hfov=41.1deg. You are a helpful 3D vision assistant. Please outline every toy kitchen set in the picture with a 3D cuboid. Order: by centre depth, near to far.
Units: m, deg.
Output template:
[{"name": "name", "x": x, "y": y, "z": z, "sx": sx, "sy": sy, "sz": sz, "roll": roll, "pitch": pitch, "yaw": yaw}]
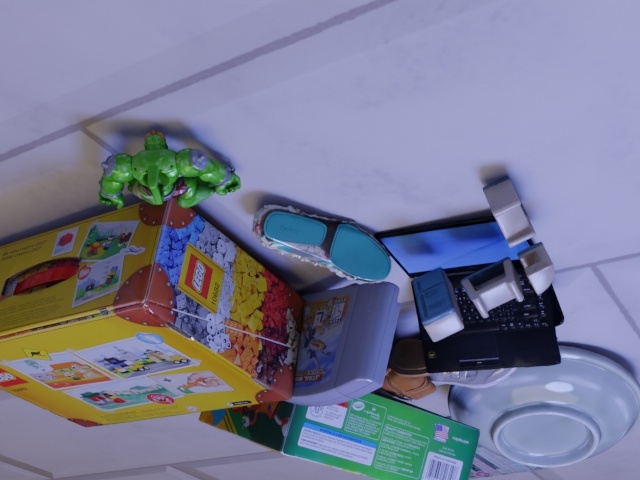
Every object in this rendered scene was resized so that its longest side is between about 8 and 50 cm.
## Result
[{"name": "toy kitchen set", "x": 0.216, "y": 0.016, "z": 1.259, "sx": 0.207, "sy": 0.122, "sz": 0.166, "roll": -27, "pitch": 117, "yaw": 12}]

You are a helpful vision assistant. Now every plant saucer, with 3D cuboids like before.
[{"name": "plant saucer", "x": 0.464, "y": 0.373, "z": 1.766, "sx": 0.400, "sy": 0.101, "sz": 0.400, "roll": 5, "pitch": 136, "yaw": 5}]

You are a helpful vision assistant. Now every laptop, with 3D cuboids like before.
[{"name": "laptop", "x": 0.238, "y": 0.095, "z": 1.372, "sx": 0.234, "sy": 0.264, "sz": 0.136, "roll": -8, "pitch": -176, "yaw": 28}]

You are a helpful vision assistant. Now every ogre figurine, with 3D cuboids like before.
[{"name": "ogre figurine", "x": -0.217, "y": -0.089, "z": 1.180, "sx": 0.197, "sy": 0.097, "sz": 0.118, "roll": 14, "pitch": 162, "yaw": 6}]

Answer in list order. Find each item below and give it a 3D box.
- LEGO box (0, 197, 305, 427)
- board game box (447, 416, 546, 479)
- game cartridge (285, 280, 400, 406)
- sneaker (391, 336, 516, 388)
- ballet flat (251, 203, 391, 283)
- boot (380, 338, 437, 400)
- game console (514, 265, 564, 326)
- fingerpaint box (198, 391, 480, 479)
[{"name": "LEGO box", "x": -0.338, "y": 0.146, "z": 1.448, "sx": 0.500, "sy": 0.193, "sz": 0.372, "roll": -14, "pitch": 143, "yaw": 30}, {"name": "board game box", "x": 0.377, "y": 0.511, "z": 2.110, "sx": 0.303, "sy": 0.098, "sz": 0.224, "roll": -18, "pitch": 142, "yaw": 30}, {"name": "game cartridge", "x": 0.005, "y": 0.181, "z": 1.450, "sx": 0.062, "sy": 0.198, "sz": 0.297, "roll": 35, "pitch": 150, "yaw": -29}, {"name": "sneaker", "x": 0.252, "y": 0.224, "z": 1.631, "sx": 0.281, "sy": 0.105, "sz": 0.115, "roll": -19, "pitch": 142, "yaw": 35}, {"name": "ballet flat", "x": 0.000, "y": 0.000, "z": 1.333, "sx": 0.241, "sy": 0.091, "sz": 0.077, "roll": 24, "pitch": 175, "yaw": -22}, {"name": "boot", "x": 0.176, "y": 0.250, "z": 1.593, "sx": 0.197, "sy": 0.073, "sz": 0.152, "roll": -6, "pitch": 143, "yaw": 44}, {"name": "game console", "x": 0.320, "y": 0.109, "z": 1.455, "sx": 0.085, "sy": 0.124, "sz": 0.144, "roll": -5, "pitch": 162, "yaw": -42}, {"name": "fingerpaint box", "x": 0.035, "y": 0.376, "z": 1.754, "sx": 0.444, "sy": 0.163, "sz": 0.371, "roll": 23, "pitch": 167, "yaw": -28}]
